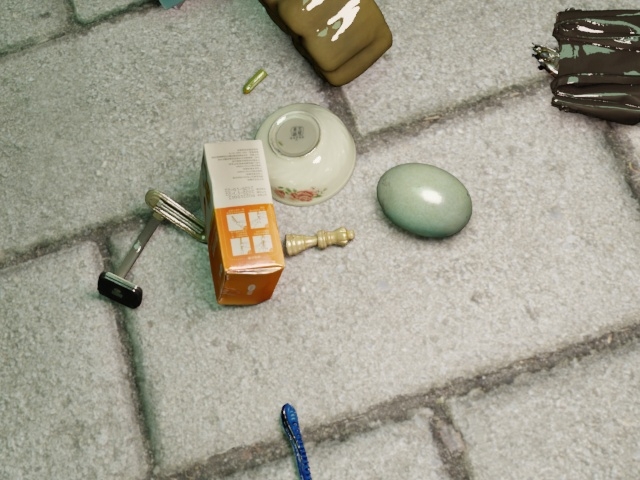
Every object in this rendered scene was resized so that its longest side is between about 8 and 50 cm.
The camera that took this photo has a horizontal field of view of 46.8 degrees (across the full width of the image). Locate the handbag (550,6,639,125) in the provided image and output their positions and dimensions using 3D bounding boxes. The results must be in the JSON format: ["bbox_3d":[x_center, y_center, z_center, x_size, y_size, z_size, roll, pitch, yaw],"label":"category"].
[{"bbox_3d":[0.685,-0.431,1.785,0.257,0.113,0.285,7,77,4],"label":"handbag"}]

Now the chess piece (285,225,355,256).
[{"bbox_3d":[0.000,-0.001,1.824,0.172,0.060,0.060,-8,69,2],"label":"chess piece"}]

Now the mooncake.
[{"bbox_3d":[-0.006,-0.569,1.873,0.201,0.378,0.378,-42,69,0],"label":"mooncake"}]

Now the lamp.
[{"bbox_3d":[-0.410,0.044,1.859,0.203,0.124,0.283,28,73,-4],"label":"lamp"}]

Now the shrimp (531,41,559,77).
[{"bbox_3d":[0.687,-0.464,1.877,0.289,0.075,0.178,30,74,17],"label":"shrimp"}]

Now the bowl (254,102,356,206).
[{"bbox_3d":[-0.052,-0.237,1.874,0.277,0.145,0.277,-3,72,9],"label":"bowl"}]

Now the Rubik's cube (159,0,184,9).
[{"bbox_3d":[-0.419,-0.867,2.032,0.368,0.387,0.358,27,75,21],"label":"Rubik's cube"}]

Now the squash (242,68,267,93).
[{"bbox_3d":[-0.182,-0.434,2.025,0.027,0.027,0.083,41,81,20],"label":"squash"}]

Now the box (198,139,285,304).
[{"bbox_3d":[-0.194,-0.038,1.762,0.144,0.225,0.341,-7,68,-16],"label":"box"}]

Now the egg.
[{"bbox_3d":[0.245,-0.097,1.759,0.237,0.169,0.169,19,74,17],"label":"egg"}]

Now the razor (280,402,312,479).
[{"bbox_3d":[-0.030,0.519,1.644,0.056,0.093,0.324,-41,60,31],"label":"razor"}]
